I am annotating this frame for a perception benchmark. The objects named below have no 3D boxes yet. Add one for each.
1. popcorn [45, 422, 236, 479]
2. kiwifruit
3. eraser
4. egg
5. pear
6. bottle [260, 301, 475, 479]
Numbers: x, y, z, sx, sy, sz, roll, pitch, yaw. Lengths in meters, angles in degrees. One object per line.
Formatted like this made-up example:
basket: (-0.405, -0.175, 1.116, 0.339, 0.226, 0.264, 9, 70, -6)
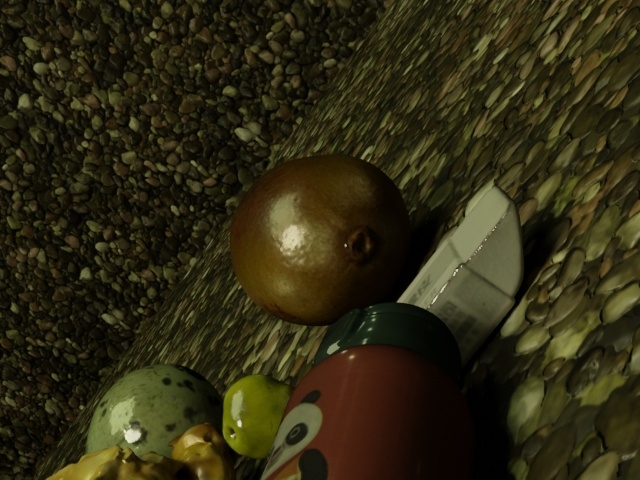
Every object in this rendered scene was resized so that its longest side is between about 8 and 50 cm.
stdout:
popcorn: (-0.215, 0.326, 1.121, 0.265, 0.225, 0.332, -28, 6, 45)
kiwifruit: (0.000, 0.000, 1.152, 0.196, 0.196, 0.234, -58, 17, -5)
eraser: (0.064, 0.113, 0.878, 0.352, 0.061, 0.089, -53, 11, 11)
egg: (-0.208, 0.267, 1.323, 0.177, 0.177, 0.228, -173, 103, -78)
pear: (-0.063, 0.193, 1.152, 0.097, 0.092, 0.092, -12, -18, -35)
bottle: (0.028, 0.167, 0.676, 0.144, 0.144, 0.336, -50, 10, 31)
